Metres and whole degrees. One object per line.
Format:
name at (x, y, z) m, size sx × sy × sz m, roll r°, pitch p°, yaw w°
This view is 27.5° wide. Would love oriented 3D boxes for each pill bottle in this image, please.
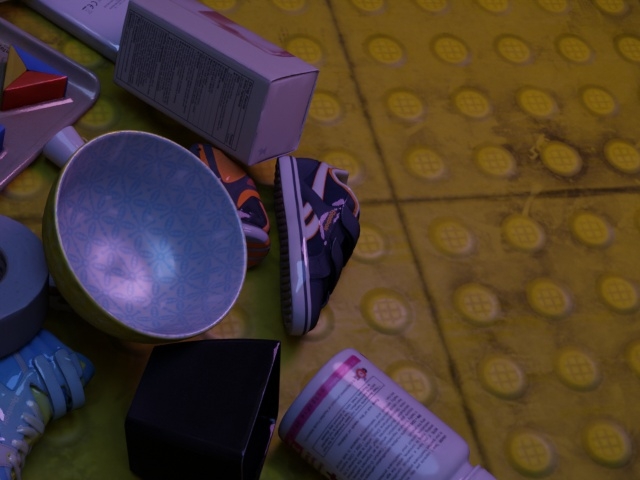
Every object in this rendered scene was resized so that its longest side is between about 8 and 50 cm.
pill bottle at (0.096, 0.290, 1.747) m, size 0.283 × 0.160 × 0.160 m, roll 39°, pitch 53°, yaw 13°

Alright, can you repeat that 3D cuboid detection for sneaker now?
sneaker at (-0.375, 0.237, 1.660) m, size 0.208 × 0.127 × 0.319 m, roll -7°, pitch 58°, yaw -21°
sneaker at (0.000, 0.000, 1.955) m, size 0.128 × 0.126 × 0.321 m, roll 3°, pitch 52°, yaw -9°
sneaker at (-0.236, -0.057, 1.941) m, size 0.321 × 0.124 × 0.180 m, roll 9°, pitch 47°, yaw -25°

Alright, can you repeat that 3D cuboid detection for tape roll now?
tape roll at (-0.462, 0.057, 1.690) m, size 0.219 × 0.072 × 0.219 m, roll 6°, pitch 41°, yaw -5°

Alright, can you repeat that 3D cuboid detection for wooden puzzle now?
wooden puzzle at (-0.552, -0.228, 1.978) m, size 0.322 × 0.080 × 0.348 m, roll 31°, pitch 52°, yaw 6°

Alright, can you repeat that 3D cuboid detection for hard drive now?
hard drive at (-0.408, -0.442, 2.210) m, size 0.307 × 0.040 × 0.203 m, roll 33°, pitch 52°, yaw 8°

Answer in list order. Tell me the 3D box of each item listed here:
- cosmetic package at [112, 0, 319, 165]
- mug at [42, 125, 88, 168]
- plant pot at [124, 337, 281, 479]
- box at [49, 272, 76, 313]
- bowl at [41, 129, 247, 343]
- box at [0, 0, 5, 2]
cosmetic package at (-0.165, -0.255, 2.021) m, size 0.296 × 0.153 × 0.129 m, roll 34°, pitch 32°, yaw 25°
mug at (-0.371, -0.134, 1.981) m, size 0.064 × 0.062 × 0.078 m, roll 44°, pitch 60°, yaw 7°
plant pot at (-0.155, 0.235, 1.705) m, size 0.167 × 0.187 × 0.188 m, roll 13°, pitch 51°, yaw 7°
box at (-0.385, 0.053, 1.832) m, size 0.324 × 0.063 × 0.067 m, roll 10°, pitch 52°, yaw -11°
bowl at (-0.258, 0.014, 1.740) m, size 0.289 × 0.156 × 0.289 m, roll 17°, pitch 60°, yaw -33°
box at (-0.475, -0.527, 2.150) m, size 0.243 × 0.117 × 0.213 m, roll -24°, pitch 65°, yaw -32°
